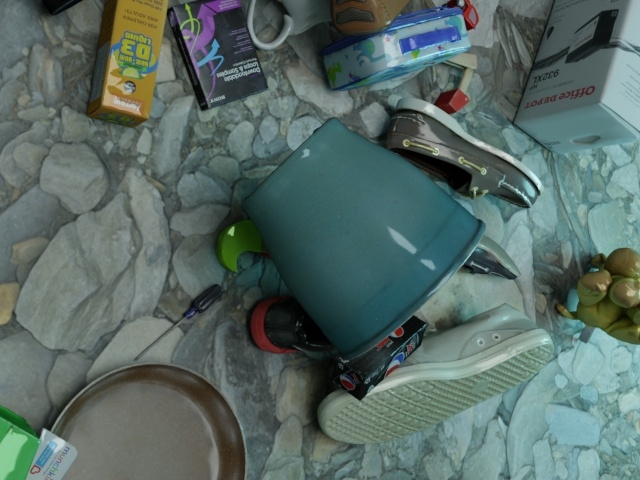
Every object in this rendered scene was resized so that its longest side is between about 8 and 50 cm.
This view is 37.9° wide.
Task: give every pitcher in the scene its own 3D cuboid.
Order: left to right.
[{"bbox_3d":[-0.060,-0.417,1.456,0.177,0.125,0.207,-29,114,-15],"label":"pitcher"}]

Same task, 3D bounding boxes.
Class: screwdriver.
[{"bbox_3d":[-0.211,0.122,1.379,0.170,0.025,0.024,-40,108,-19],"label":"screwdriver"}]

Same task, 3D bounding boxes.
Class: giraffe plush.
[{"bbox_3d":[0.575,0.091,1.787,0.181,0.210,0.170,36,61,1],"label":"giraffe plush"}]

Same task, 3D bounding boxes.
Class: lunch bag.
[{"bbox_3d":[0.126,-0.316,1.525,0.219,0.176,0.090,-21,98,-31],"label":"lunch bag"}]

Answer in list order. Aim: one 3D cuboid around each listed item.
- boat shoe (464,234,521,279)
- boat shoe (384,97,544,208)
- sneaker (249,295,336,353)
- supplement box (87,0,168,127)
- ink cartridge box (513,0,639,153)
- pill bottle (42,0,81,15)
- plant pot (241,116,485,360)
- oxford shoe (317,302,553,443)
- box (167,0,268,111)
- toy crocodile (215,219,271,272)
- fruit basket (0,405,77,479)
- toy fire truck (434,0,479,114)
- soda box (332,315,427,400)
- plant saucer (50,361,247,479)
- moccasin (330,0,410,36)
[{"bbox_3d":[0.280,0.026,1.683,0.206,0.075,0.065,30,115,-33],"label":"boat shoe"},{"bbox_3d":[0.252,-0.130,1.633,0.324,0.116,0.097,29,76,-24],"label":"boat shoe"},{"bbox_3d":[0.033,0.123,1.461,0.276,0.135,0.098,-5,87,-34],"label":"sneaker"},{"bbox_3d":[-0.271,-0.285,1.328,0.078,0.080,0.233,11,83,-29],"label":"supplement box"},{"bbox_3d":[0.521,-0.337,1.750,0.129,0.223,0.307,30,72,-27],"label":"ink cartridge box"},{"bbox_3d":[-0.381,-0.419,1.239,0.123,0.123,0.219,-40,108,-28],"label":"pill bottle"},{"bbox_3d":[0.041,-0.021,1.282,0.255,0.271,0.271,46,64,-3],"label":"plant pot"},{"bbox_3d":[0.185,0.219,1.566,0.449,0.130,0.169,-17,140,-24],"label":"oxford shoe"},{"bbox_3d":[-0.156,-0.292,1.430,0.116,0.029,0.162,-25,102,-31],"label":"box"},{"bbox_3d":[0.000,0.000,1.461,0.340,0.115,0.105,2,87,-30],"label":"toy crocodile"},{"bbox_3d":[-0.521,0.322,1.108,0.327,0.165,0.353,38,84,-25],"label":"fruit basket"},{"bbox_3d":[0.240,-0.334,1.675,0.135,0.047,0.192,46,64,-22],"label":"toy fire truck"},{"bbox_3d":[0.093,0.173,1.440,0.169,0.060,0.053,-35,146,-40],"label":"soda box"},{"bbox_3d":[-0.251,0.327,1.317,0.310,0.050,0.311,2,86,-33],"label":"plant saucer"},{"bbox_3d":[0.098,-0.451,1.476,0.380,0.139,0.147,-51,137,-49],"label":"moccasin"}]
